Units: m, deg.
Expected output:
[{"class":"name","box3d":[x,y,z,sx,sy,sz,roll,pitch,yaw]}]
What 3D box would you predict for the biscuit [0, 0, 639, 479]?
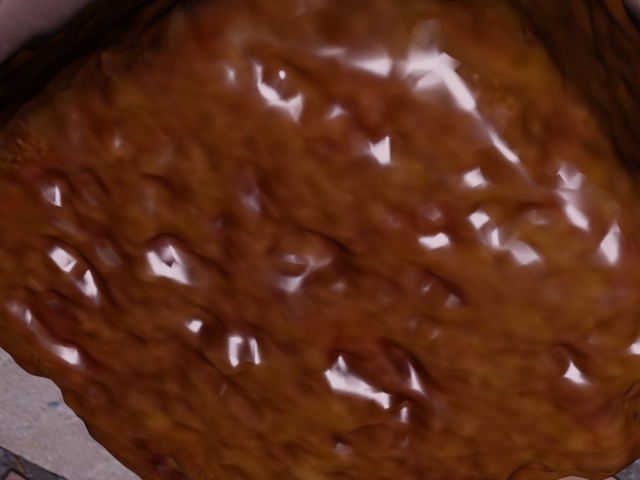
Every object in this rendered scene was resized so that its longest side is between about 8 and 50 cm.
[{"class":"biscuit","box3d":[0.000,0.000,0.662,0.395,0.166,0.343,-25,114,35]}]
